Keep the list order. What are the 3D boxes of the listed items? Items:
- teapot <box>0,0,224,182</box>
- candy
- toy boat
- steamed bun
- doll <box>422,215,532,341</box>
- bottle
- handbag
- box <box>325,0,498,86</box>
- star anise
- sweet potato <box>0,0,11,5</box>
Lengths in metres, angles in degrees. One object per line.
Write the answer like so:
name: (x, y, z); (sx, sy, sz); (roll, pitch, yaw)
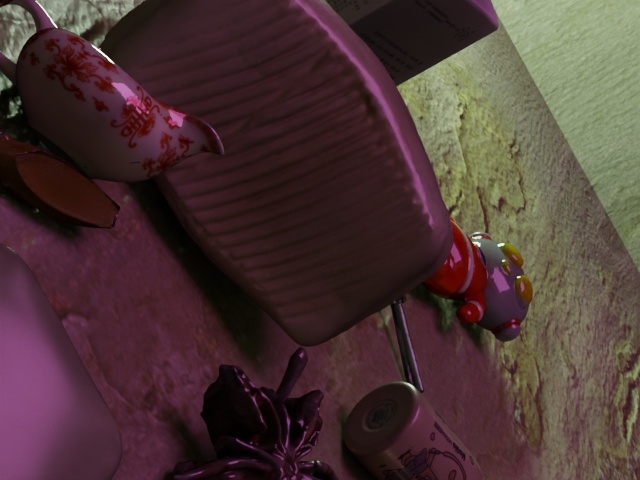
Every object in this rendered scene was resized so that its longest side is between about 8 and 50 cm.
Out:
teapot: (-0.205, -0.125, 1.399); (0.245, 0.116, 0.159); (43, 4, -1)
candy: (0.093, 0.066, 1.986); (0.077, 0.073, 0.262); (85, -6, -67)
toy boat: (-0.230, -0.048, 1.348); (0.149, 0.049, 0.047); (35, 75, -44)
steamed bun: (-0.037, -0.105, 1.615); (0.383, 0.247, 0.236); (53, 10, -8)
doll: (0.216, 0.046, 2.239); (0.336, 0.105, 0.200); (32, 35, -53)
bottle: (0.114, 0.251, 1.739); (0.110, 0.097, 0.209); (14, -31, 53)
handbag: (-0.252, 0.128, 0.973); (0.241, 0.109, 0.315); (60, 23, -3)
box: (0.033, -0.248, 1.883); (0.200, 0.299, 0.106); (23, 42, -60)
star anise: (-0.048, 0.196, 1.405); (0.231, 0.089, 0.209); (-42, 115, -64)
sweet potato: (-0.303, -0.239, 1.320); (0.092, 0.114, 0.341); (50, 23, 25)
